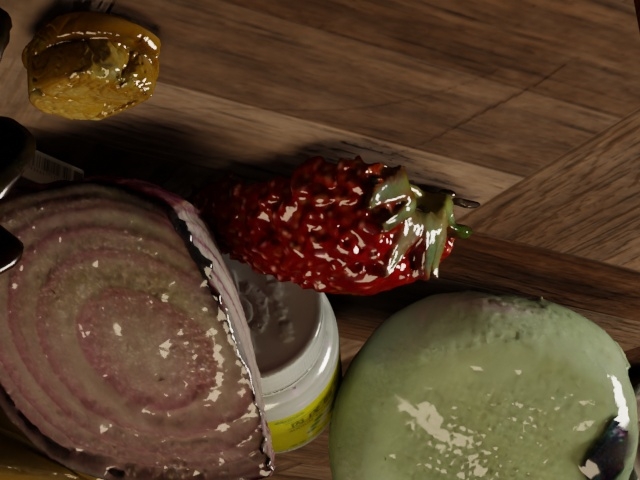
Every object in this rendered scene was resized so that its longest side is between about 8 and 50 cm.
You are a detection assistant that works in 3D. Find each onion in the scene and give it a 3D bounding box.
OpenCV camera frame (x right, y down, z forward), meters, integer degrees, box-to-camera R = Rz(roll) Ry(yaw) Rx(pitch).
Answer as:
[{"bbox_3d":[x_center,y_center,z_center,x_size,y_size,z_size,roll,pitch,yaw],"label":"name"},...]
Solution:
[{"bbox_3d":[-0.147,0.056,0.925,0.247,0.111,0.250,-3,116,28],"label":"onion"}]

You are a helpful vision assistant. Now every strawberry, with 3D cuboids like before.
[{"bbox_3d":[0.001,0.005,0.930,0.208,0.087,0.167,-12,156,39],"label":"strawberry"}]

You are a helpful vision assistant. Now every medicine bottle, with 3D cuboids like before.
[{"bbox_3d":[-0.053,0.098,1.104,0.143,0.143,0.258,2,159,4],"label":"medicine bottle"}]

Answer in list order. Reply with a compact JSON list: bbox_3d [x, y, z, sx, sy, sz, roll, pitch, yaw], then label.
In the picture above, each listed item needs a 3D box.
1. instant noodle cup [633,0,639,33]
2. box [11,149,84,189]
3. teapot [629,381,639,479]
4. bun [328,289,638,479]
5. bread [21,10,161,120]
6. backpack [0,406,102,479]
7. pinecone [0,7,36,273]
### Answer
[{"bbox_3d":[0.232,-0.093,0.485,0.250,0.192,0.250,4,159,1],"label":"instant noodle cup"},{"bbox_3d":[-0.277,-0.061,0.882,0.109,0.029,0.198,-13,155,36],"label":"box"},{"bbox_3d":[0.293,0.272,1.420,0.300,0.253,0.344,42,141,-9],"label":"teapot"},{"bbox_3d":[0.146,0.169,1.175,0.293,0.293,0.187,5,-165,-4],"label":"bun"},{"bbox_3d":[-0.136,-0.101,0.731,0.081,0.046,0.083,1,158,-10],"label":"bread"},{"bbox_3d":[-0.253,0.199,1.278,0.378,0.201,0.353,16,177,12],"label":"backpack"},{"bbox_3d":[-0.272,-0.083,0.532,0.298,0.242,0.296,7,150,-6],"label":"pinecone"}]
